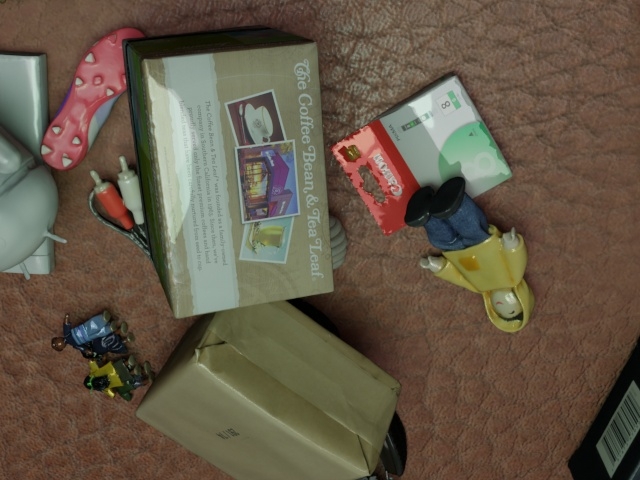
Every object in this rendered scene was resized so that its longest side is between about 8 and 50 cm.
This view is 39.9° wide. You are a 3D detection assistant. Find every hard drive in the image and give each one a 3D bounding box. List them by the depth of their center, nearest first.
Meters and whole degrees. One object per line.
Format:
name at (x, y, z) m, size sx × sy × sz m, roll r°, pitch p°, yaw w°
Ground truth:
hard drive at (-0.546, -0.123, 1.395) m, size 0.233 × 0.047 × 0.352 m, roll 4°, pitch 108°, yaw 1°

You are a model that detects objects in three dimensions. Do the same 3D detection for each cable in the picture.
cable at (-0.279, 0.000, 1.408) m, size 0.140 × 0.072 × 0.287 m, roll -19°, pitch 106°, yaw 6°

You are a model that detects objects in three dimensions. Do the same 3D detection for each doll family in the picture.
doll family at (-0.370, 0.198, 1.483) m, size 0.111 × 0.076 × 0.192 m, roll -22°, pitch 101°, yaw 14°

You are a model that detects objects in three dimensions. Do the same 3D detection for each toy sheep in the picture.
toy sheep at (0.000, 0.000, 1.390) m, size 0.091 × 0.091 × 0.132 m, roll -6°, pitch 126°, yaw 5°

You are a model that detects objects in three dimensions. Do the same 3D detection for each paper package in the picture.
paper package at (-0.085, 0.244, 1.346) m, size 0.310 × 0.168 × 0.325 m, roll 36°, pitch 146°, yaw -9°

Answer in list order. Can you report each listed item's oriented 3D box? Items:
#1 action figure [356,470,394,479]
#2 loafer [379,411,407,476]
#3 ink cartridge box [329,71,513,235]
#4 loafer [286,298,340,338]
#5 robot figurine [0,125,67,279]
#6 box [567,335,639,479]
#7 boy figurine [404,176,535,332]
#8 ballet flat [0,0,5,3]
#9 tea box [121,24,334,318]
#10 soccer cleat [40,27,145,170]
action figure at (0.026, 0.455, 1.526) m, size 0.285 × 0.099 × 0.185 m, roll 7°, pitch 126°, yaw 9°
loafer at (0.083, 0.305, 1.498) m, size 0.078 × 0.080 × 0.220 m, roll -20°, pitch 102°, yaw 19°
ink cartridge box at (0.154, -0.125, 1.359) m, size 0.225 × 0.056 × 0.181 m, roll -31°, pitch 104°, yaw 10°
loafer at (-0.076, 0.127, 1.444) m, size 0.223 × 0.076 × 0.078 m, roll 25°, pitch 113°, yaw -1°
robot figurine at (-0.528, -0.091, 1.274) m, size 0.353 × 0.199 × 0.300 m, roll 45°, pitch 141°, yaw -12°
box at (0.658, 0.363, 1.412) m, size 0.396 × 0.212 × 0.293 m, roll 22°, pitch 107°, yaw -4°
boy figurine at (0.240, 0.032, 1.369) m, size 0.177 × 0.092 × 0.285 m, roll -15°, pitch 126°, yaw 37°
ballet flat at (-0.340, -0.419, 1.263) m, size 0.343 × 0.116 × 0.124 m, roll -16°, pitch 126°, yaw 7°
tea box at (-0.135, -0.113, 1.211) m, size 0.220 × 0.323 × 0.328 m, roll -9°, pitch 108°, yaw -15°
soccer cleat at (-0.346, -0.216, 1.344) m, size 0.083 × 0.095 × 0.248 m, roll 31°, pitch 92°, yaw -11°
